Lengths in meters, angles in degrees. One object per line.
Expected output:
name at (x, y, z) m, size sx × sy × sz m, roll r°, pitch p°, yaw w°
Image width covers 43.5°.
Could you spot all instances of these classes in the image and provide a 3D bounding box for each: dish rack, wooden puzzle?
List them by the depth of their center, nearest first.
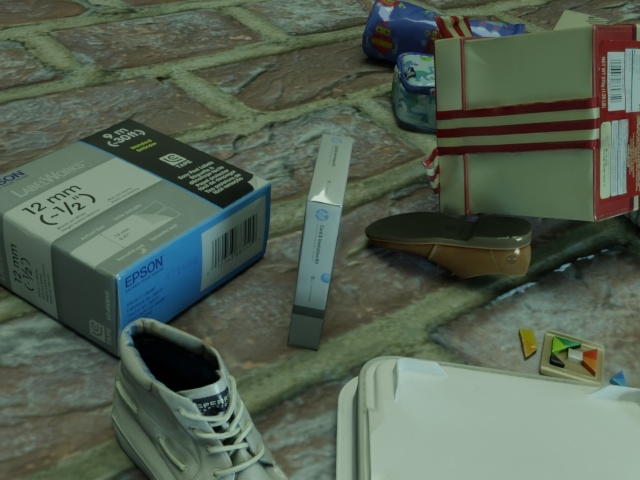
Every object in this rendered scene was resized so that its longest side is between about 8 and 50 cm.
dish rack at (0.181, 0.206, 0.688) m, size 0.332 × 0.072 × 0.286 m, roll 8°, pitch 34°, yaw -3°
wooden puzzle at (0.276, 0.128, 0.880) m, size 0.116 × 0.014 × 0.079 m, roll 12°, pitch 35°, yaw 6°

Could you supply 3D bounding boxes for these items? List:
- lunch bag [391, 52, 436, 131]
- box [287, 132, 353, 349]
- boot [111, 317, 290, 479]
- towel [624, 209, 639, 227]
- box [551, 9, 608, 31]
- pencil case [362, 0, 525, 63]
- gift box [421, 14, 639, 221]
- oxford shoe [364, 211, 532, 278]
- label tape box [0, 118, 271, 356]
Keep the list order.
lunch bag at (0.230, -0.250, 1.352) m, size 0.218 × 0.090 × 0.176 m, roll 6°, pitch 32°, yaw -3°
box at (0.000, 0.000, 0.863) m, size 0.038 × 0.186 × 0.145 m, roll 8°, pitch 34°, yaw 2°
boot at (-0.089, 0.169, 0.660) m, size 0.258 × 0.124 × 0.095 m, roll 32°, pitch 42°, yaw 31°
towel at (0.522, -0.101, 1.018) m, size 0.121 × 0.284 × 0.235 m, roll -6°, pitch 38°, yaw -20°
box at (0.459, -0.332, 1.489) m, size 0.094 × 0.113 × 0.275 m, roll 19°, pitch 38°, yaw 15°
pencil case at (0.231, -0.373, 1.499) m, size 0.306 × 0.120 × 0.133 m, roll 16°, pitch 27°, yaw 13°
gift box at (0.275, -0.161, 1.016) m, size 0.276 × 0.255 × 0.258 m, roll -6°, pitch 9°, yaw -41°
oxford shoe at (0.152, 0.011, 0.985) m, size 0.212 × 0.076 × 0.076 m, roll 8°, pitch 33°, yaw 30°
label tape box at (-0.269, -0.041, 0.940) m, size 0.347 × 0.115 × 0.249 m, roll 27°, pitch 39°, yaw 23°
